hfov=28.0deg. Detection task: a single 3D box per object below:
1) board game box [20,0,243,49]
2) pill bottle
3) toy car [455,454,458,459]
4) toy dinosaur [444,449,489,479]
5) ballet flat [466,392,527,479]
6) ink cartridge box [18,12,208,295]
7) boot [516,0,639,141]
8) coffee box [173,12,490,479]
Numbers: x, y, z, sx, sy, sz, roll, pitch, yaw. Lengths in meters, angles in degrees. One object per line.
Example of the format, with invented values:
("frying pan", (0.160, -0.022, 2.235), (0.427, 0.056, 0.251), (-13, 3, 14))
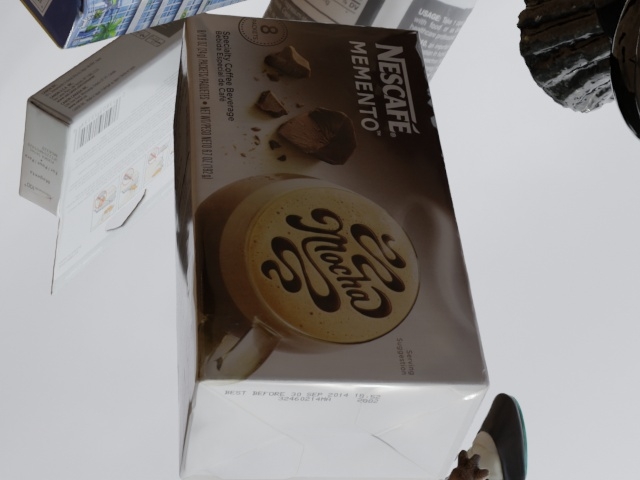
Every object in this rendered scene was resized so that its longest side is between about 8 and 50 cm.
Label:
("board game box", (-0.097, -0.195, 0.597), (0.194, 0.194, 0.060), (-30, 167, -48))
("pill bottle", (0.051, -0.252, 1.426), (0.361, 0.204, 0.204), (-59, -157, 22))
("toy car", (0.087, 0.243, 1.666), (0.155, 0.188, 0.149), (-41, 169, -34))
("toy dinosaur", (0.029, 0.192, 1.148), (0.127, 0.200, 0.296), (-24, -104, 50))
("ballet flat", (0.189, 0.269, 1.388), (0.074, 0.074, 0.203), (-2, -87, 60))
("ink cartridge box", (-0.224, -0.106, 1.406), (0.275, 0.060, 0.239), (-48, 162, -47))
("boot", (0.200, -0.131, 0.740), (0.260, 0.131, 0.348), (-11, -155, 50))
("coffee box", (-0.007, -0.002, 0.830), (0.119, 0.168, 0.297), (105, -16, -49))
